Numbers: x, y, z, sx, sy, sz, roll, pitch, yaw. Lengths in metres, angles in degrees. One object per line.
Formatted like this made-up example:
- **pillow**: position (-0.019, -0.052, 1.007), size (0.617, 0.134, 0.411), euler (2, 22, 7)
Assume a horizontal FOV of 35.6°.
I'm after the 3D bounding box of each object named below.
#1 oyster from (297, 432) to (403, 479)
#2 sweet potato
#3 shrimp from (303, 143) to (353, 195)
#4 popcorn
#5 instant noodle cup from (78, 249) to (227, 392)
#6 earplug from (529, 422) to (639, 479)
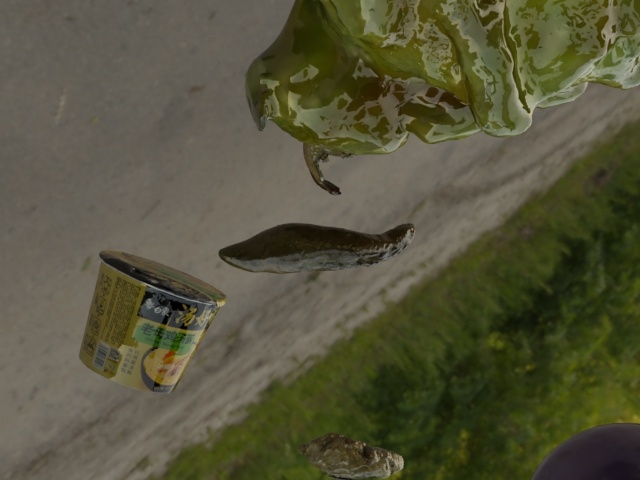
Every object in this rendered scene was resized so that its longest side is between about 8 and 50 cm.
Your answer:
- **oyster**: position (0.030, 0.194, 0.932), size (0.083, 0.081, 0.038), euler (-6, 102, -33)
- **sweet potato**: position (0.003, 0.004, 0.726), size (0.153, 0.041, 0.038), euler (-5, 132, -14)
- **shrimp**: position (0.019, -0.093, 1.228), size (0.023, 0.114, 0.083), euler (-25, 113, -34)
- **popcorn**: position (0.106, -0.211, 0.646), size (0.335, 0.274, 0.279), euler (-25, 166, -23)
- **instant noodle cup**: position (-0.193, 0.090, 1.096), size (0.122, 0.151, 0.151), euler (-66, 162, 4)
- **earplug**: position (0.290, 0.308, 0.672), size (0.215, 0.456, 0.215), euler (-10, 126, -15)
